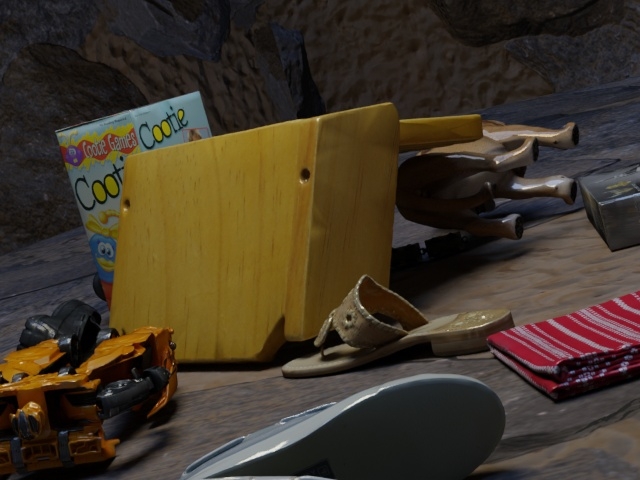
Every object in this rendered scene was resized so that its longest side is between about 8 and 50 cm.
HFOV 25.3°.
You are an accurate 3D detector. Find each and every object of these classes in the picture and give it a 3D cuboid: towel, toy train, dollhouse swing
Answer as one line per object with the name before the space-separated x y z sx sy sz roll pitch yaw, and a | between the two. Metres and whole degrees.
towel | 0.283 0.056 1.138 0.275 0.031 0.199 -17 7 -5
toy train | 0.105 0.018 1.770 0.158 0.027 0.036 -14 -3 6
dollhouse swing | -0.010 -0.004 1.609 0.305 0.315 0.347 12 -13 -41

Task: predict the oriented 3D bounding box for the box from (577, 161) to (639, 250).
box | 0.393 -0.055 1.602 0.183 0.056 0.231 -14 8 7

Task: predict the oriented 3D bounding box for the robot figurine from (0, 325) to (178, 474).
robot figurine | -0.225 0.142 1.303 0.211 0.085 0.291 -9 8 7

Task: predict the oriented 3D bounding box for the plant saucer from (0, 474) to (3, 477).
plant saucer | -0.317 0.214 1.272 0.083 0.013 0.083 -15 7 2

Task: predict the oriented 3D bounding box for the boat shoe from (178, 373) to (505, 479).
boat shoe | 0.006 0.137 0.932 0.227 0.079 0.081 -20 13 -6

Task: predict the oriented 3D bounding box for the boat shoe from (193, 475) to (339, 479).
boat shoe | -0.062 0.172 0.779 0.267 0.096 0.088 -12 5 19

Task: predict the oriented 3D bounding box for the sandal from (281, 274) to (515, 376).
sandal | 0.062 0.067 1.313 0.240 0.079 0.088 -11 9 32

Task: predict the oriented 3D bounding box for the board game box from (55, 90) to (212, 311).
board game box | -0.214 -0.037 1.867 0.142 0.275 0.144 -10 9 37

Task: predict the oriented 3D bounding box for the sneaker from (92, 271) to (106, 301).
sneaker | -0.251 0.051 2.073 0.106 0.078 0.234 -12 4 42

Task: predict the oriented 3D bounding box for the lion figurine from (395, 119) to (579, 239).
lion figurine | 0.178 -0.081 1.786 0.240 0.142 0.392 2 5 26

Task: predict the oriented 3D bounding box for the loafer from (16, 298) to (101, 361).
loafer | -0.300 0.120 1.732 0.078 0.076 0.223 21 5 4
